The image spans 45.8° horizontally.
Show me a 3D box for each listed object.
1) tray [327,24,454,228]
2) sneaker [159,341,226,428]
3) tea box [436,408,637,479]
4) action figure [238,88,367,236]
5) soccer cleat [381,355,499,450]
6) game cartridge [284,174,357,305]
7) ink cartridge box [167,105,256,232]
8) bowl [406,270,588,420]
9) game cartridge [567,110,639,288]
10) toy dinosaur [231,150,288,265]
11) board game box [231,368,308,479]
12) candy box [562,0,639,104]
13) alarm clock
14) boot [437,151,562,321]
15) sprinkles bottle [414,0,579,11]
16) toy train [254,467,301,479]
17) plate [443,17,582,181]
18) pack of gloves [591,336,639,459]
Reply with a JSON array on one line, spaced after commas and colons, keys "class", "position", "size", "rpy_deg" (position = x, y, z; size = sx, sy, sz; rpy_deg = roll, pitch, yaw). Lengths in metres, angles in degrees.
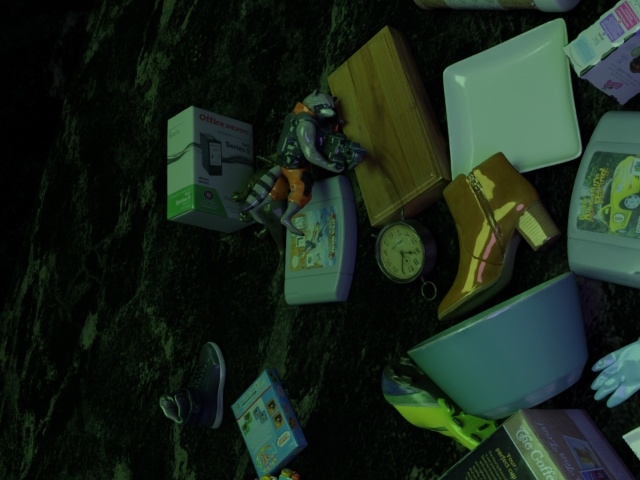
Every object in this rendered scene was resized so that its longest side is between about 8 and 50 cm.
[{"class": "tray", "position": [0.150, -0.250, 1.674], "size": [0.203, 0.076, 0.411], "rpy_deg": [-35, 58, 36]}, {"class": "sneaker", "position": [-0.332, 0.371, 1.967], "size": [0.086, 0.163, 0.226], "rpy_deg": [-20, 65, 43]}, {"class": "tea box", "position": [0.351, 0.490, 1.191], "size": [0.323, 0.220, 0.329], "rpy_deg": [-50, 50, 27]}, {"class": "action figure", "position": [-0.039, -0.183, 1.698], "size": [0.330, 0.178, 0.341], "rpy_deg": [-70, 20, -2]}, {"class": "soccer cleat", "position": [0.233, 0.334, 1.464], "size": [0.289, 0.093, 0.121], "rpy_deg": [31, 134, 41]}, {"class": "game cartridge", "position": [0.000, 0.000, 1.787], "size": [0.198, 0.062, 0.297], "rpy_deg": [-12, 72, 48]}, {"class": "ink cartridge box", "position": [-0.289, -0.186, 2.011], "size": [0.121, 0.211, 0.289], "rpy_deg": [-19, 68, 43]}, {"class": "bowl", "position": [0.320, 0.190, 1.271], "size": [0.311, 0.311, 0.163], "rpy_deg": [-34, 79, 36]}, {"class": "game cartridge", "position": [0.520, -0.071, 1.266], "size": [0.196, 0.060, 0.294], "rpy_deg": [12, 90, 51]}, {"class": "toy dinosaur", "position": [-0.136, -0.096, 1.902], "size": [0.160, 0.121, 0.314], "rpy_deg": [-35, 52, 51]}, {"class": "board game box", "position": [-0.127, 0.445, 1.826], "size": [0.160, 0.039, 0.212], "rpy_deg": [-49, 50, 27]}, {"class": "candy box", "position": [0.525, -0.328, 1.235], "size": [0.196, 0.164, 0.070], "rpy_deg": [-40, 55, 33]}, {"class": "alarm clock", "position": [0.188, 0.038, 1.569], "size": [0.129, 0.064, 0.192], "rpy_deg": [-42, 66, 39]}, {"class": "boot", "position": [0.288, -0.007, 1.433], "size": [0.295, 0.104, 0.211], "rpy_deg": [-44, 63, 21]}, {"class": "sprinkles bottle", "position": [0.341, -0.516, 1.500], "size": [0.355, 0.121, 0.121], "rpy_deg": [19, 95, 46]}, {"class": "toy train", "position": [-0.090, 0.592, 1.755], "size": [0.166, 0.046, 0.125], "rpy_deg": [-30, 86, 27]}, {"class": "plate", "position": [0.370, -0.250, 1.465], "size": [0.278, 0.045, 0.277], "rpy_deg": [-16, 71, 43]}, {"class": "pack of gloves", "position": [0.538, 0.215, 1.148], "size": [0.232, 0.046, 0.195], "rpy_deg": [-41, 57, 14]}]
